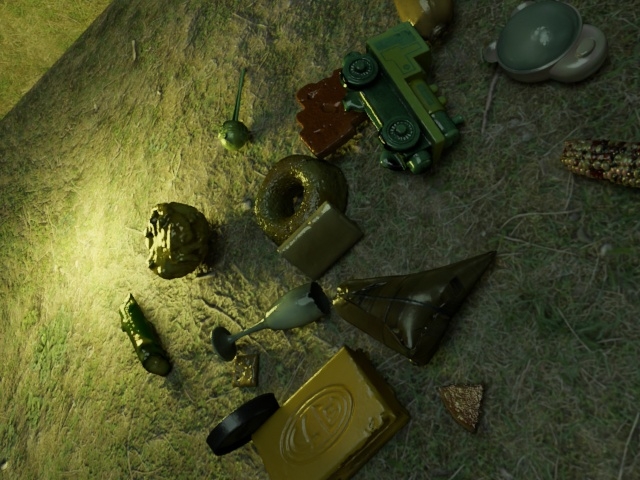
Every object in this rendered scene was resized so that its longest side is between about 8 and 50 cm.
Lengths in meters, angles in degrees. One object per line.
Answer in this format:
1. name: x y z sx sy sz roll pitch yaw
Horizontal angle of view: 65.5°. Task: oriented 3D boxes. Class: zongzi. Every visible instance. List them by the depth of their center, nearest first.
1. zongzi: 0.192 0.090 1.070 0.260 0.123 0.289 27 79 40

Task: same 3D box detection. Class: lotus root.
1. lotus root: 0.261 -0.638 1.275 0.146 0.130 0.304 -18 64 26

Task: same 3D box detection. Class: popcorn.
1. popcorn: -0.422 0.000 1.481 0.266 0.192 0.233 -18 77 54

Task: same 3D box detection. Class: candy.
1. candy: -0.265 -0.433 1.596 0.093 0.092 0.336 132 146 -57

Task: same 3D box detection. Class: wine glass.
1. wine glass: -0.145 0.133 1.286 0.309 0.096 0.265 -28 55 20

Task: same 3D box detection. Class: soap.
1. soap: 0.017 0.404 1.075 0.324 0.096 0.204 -47 53 10

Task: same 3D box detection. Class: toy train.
1. toy train: 0.200 -0.327 1.183 0.237 0.150 0.369 -26 70 -5

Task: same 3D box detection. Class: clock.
1. clock: -0.173 0.424 1.142 0.184 0.184 0.040 -46 65 11

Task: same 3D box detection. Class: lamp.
1. lamp: 0.484 -0.426 1.064 0.246 0.108 0.180 40 101 36

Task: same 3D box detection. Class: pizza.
1. pizza: 0.284 0.327 0.972 0.100 0.029 0.099 -19 71 30

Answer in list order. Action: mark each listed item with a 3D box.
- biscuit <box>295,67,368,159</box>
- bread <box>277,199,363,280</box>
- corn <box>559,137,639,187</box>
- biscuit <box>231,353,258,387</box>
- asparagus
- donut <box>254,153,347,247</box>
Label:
1. biscuit: 0.035 -0.345 1.349 0.283 0.043 0.307 3 63 30
2. bread: 0.000 0.000 1.219 0.178 0.139 0.060 -42 29 12
3. corn: 0.585 -0.133 0.903 0.280 0.092 0.092 19 84 41
4. biscuit: -0.196 0.338 1.290 0.081 0.018 0.083 -11 67 31
5. asparagus: -0.551 0.274 1.514 0.343 0.085 0.082 48 125 34
6. donut: -0.065 -0.105 1.314 0.271 0.107 0.272 -12 67 32
